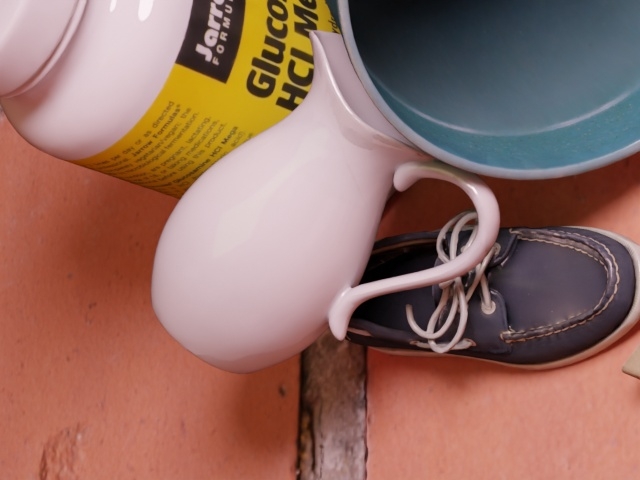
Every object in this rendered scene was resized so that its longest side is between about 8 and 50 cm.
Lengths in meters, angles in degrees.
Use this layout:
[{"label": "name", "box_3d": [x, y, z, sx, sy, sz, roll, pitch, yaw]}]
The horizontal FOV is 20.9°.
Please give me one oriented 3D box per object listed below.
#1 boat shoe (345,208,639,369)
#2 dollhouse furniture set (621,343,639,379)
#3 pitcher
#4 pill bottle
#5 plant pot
[{"label": "boat shoe", "box_3d": [0.092, 0.029, 1.114, 0.254, 0.079, 0.095, 0, 78, 47]}, {"label": "dollhouse furniture set", "box_3d": [0.197, 0.020, 1.017, 0.114, 0.091, 0.081, -56, 28, 20]}, {"label": "pitcher", "box_3d": [0.000, 0.000, 1.089, 0.178, 0.125, 0.207, 46, 111, 22]}, {"label": "pill bottle", "box_3d": [-0.098, -0.126, 1.182, 0.188, 0.334, 0.188, -18, 64, 42]}, {"label": "plant pot", "box_3d": [0.107, -0.213, 1.072, 0.272, 0.271, 0.255, -57, 28, 16]}]
